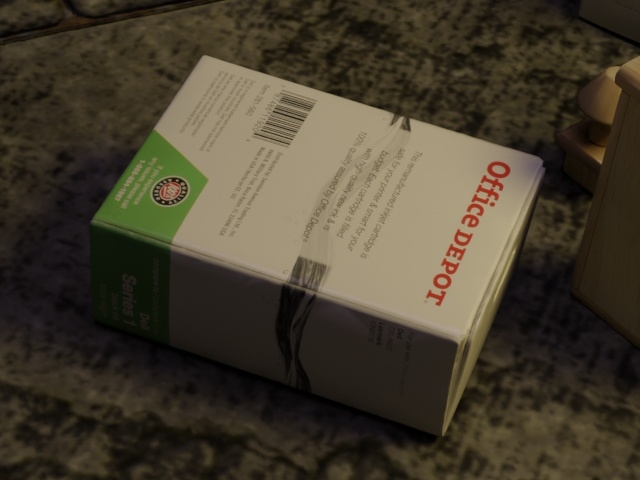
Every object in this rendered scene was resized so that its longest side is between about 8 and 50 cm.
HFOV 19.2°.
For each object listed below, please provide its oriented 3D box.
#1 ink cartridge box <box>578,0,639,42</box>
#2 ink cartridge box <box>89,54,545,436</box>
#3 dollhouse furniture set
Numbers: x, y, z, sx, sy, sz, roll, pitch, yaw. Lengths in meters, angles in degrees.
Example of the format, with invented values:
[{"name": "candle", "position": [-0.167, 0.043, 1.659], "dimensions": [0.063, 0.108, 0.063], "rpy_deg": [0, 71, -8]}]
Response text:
[{"name": "ink cartridge box", "position": [0.261, -0.254, 1.283], "dimensions": [0.093, 0.212, 0.154], "rpy_deg": [26, 49, 23]}, {"name": "ink cartridge box", "position": [0.000, 0.000, 1.083], "dimensions": [0.219, 0.093, 0.160], "rpy_deg": [19, 47, 12]}, {"name": "dollhouse furniture set", "position": [0.333, -0.064, 1.129], "dimensions": [0.355, 0.174, 0.303], "rpy_deg": [-29, 55, -30]}]
